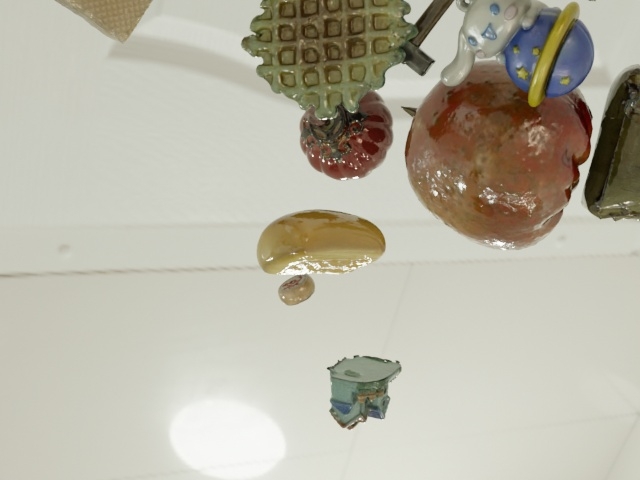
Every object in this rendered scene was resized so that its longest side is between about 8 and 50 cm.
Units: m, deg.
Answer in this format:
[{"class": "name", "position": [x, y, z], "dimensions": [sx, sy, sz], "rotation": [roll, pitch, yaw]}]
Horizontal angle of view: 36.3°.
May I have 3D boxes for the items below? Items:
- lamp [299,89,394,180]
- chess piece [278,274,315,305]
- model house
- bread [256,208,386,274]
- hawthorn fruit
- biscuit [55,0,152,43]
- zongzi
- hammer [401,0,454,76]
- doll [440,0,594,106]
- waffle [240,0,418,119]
[{"class": "lamp", "position": [0.055, -0.247, 2.213], "dimensions": [0.227, 0.227, 0.227], "rotation": [11, -150, -7]}, {"class": "chess piece", "position": [-0.051, 0.106, 2.118], "dimensions": [0.084, 0.038, 0.083], "rotation": [-25, -159, 10]}, {"class": "model house", "position": [0.079, 0.312, 1.891], "dimensions": [0.119, 0.148, 0.148], "rotation": [10, -163, 23]}, {"class": "bread", "position": [0.000, 0.000, 1.619], "dimensions": [0.217, 0.147, 0.098], "rotation": [1, -106, -43]}, {"class": "hawthorn fruit", "position": [0.341, -0.189, 1.966], "dimensions": [0.403, 0.402, 0.403], "rotation": [11, -150, -7]}, {"class": "biscuit", "position": [-0.490, -0.521, 1.737], "dimensions": [0.426, 0.144, 0.078], "rotation": [35, 176, -37]}, {"class": "zongzi", "position": [0.732, -0.175, 1.941], "dimensions": [0.360, 0.323, 0.160], "rotation": [13, -162, 9]}, {"class": "hammer", "position": [0.259, -0.480, 1.822], "dimensions": [0.111, 0.365, 0.043], "rotation": [41, -161, 8]}, {"class": "doll", "position": [0.360, -0.376, 1.662], "dimensions": [0.243, 0.311, 0.159], "rotation": [33, -129, 25]}, {"class": "waffle", "position": [0.018, -0.394, 1.846], "dimensions": [0.292, 0.309, 0.056], "rotation": [39, -174, 6]}]
